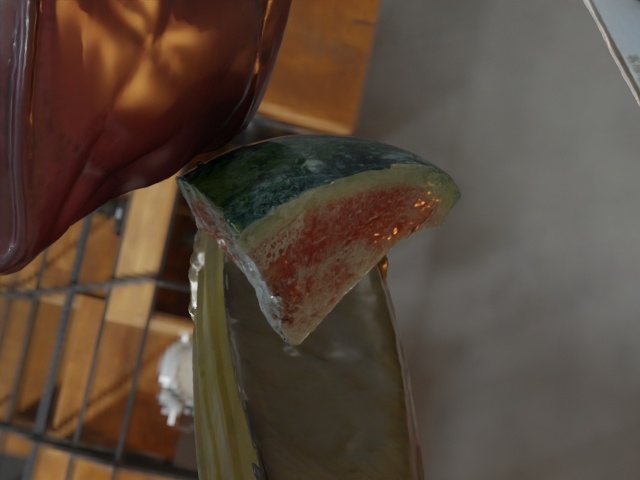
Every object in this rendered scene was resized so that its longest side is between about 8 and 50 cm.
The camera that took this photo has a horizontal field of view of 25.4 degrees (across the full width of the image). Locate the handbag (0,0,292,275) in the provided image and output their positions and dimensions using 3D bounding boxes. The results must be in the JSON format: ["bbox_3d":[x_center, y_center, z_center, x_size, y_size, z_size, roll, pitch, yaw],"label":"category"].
[{"bbox_3d":[-0.120,-0.095,0.399,0.225,0.146,0.135,23,-145,20],"label":"handbag"}]

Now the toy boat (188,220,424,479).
[{"bbox_3d":[-0.009,0.073,0.596,0.089,0.115,0.310,5,-148,-12],"label":"toy boat"}]

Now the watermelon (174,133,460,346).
[{"bbox_3d":[0.000,0.000,0.406,0.085,0.061,0.085,3,-174,0],"label":"watermelon"}]

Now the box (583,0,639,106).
[{"bbox_3d":[0.231,-0.111,0.767,0.047,0.180,0.325,-3,132,44],"label":"box"}]
